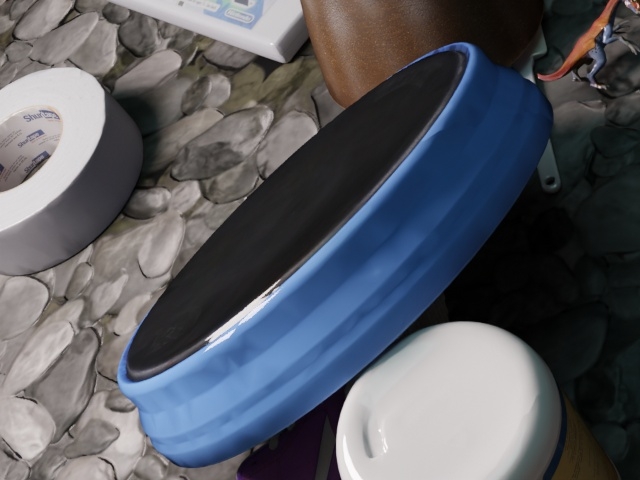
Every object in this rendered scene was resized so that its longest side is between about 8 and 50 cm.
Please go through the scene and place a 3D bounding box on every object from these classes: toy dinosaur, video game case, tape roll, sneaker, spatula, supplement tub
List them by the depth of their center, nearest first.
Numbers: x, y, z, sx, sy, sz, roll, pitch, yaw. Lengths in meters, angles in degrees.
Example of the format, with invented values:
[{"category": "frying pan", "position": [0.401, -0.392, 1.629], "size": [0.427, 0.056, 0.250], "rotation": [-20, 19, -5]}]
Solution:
[{"category": "supplement tub", "position": [0.112, 0.159, 0.905], "size": [0.144, 0.199, 0.144], "rotation": [-17, 48, 20]}, {"category": "sneaker", "position": [0.009, 0.124, 1.075], "size": [0.161, 0.102, 0.282], "rotation": [-13, 50, 28]}, {"category": "toy dinosaur", "position": [0.237, -0.170, 1.183], "size": [0.047, 0.090, 0.082], "rotation": [35, 123, 55]}, {"category": "spatula", "position": [0.127, -0.112, 1.249], "size": [0.168, 0.019, 0.242], "rotation": [-16, 49, 14]}, {"category": "tape roll", "position": [-0.293, -0.073, 1.449], "size": [0.219, 0.072, 0.219], "rotation": [-18, 48, 21]}, {"category": "video game case", "position": [-0.059, -0.348, 1.544], "size": [0.329, 0.036, 0.300], "rotation": [25, 71, 43]}]

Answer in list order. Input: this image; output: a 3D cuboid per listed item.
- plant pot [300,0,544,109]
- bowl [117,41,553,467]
[{"category": "plant pot", "position": [0.056, -0.264, 1.239], "size": [0.215, 0.230, 0.215], "rotation": [-19, 39, 16]}, {"category": "bowl", "position": [0.000, 0.000, 1.057], "size": [0.391, 0.077, 0.391], "rotation": [-41, 12, 11]}]
